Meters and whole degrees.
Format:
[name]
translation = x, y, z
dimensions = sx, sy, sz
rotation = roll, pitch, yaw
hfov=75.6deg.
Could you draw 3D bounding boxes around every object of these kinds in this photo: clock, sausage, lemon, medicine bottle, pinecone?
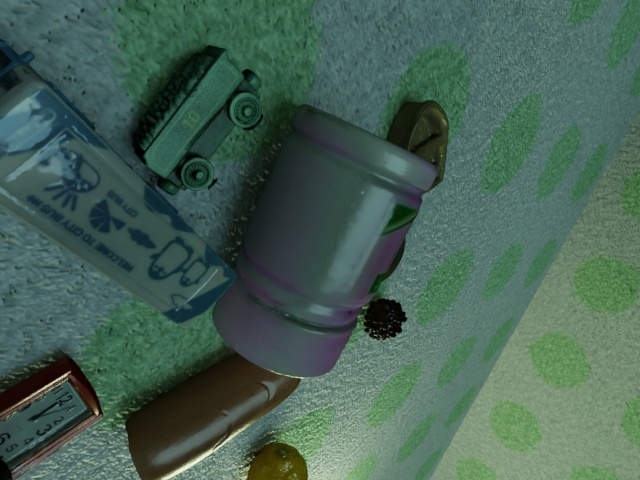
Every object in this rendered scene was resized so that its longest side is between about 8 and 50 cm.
[clock]
translation = -0.360, 0.218, 0.500
dimensions = 0.155, 0.061, 0.113
rotation = -31, 136, -32
[sausage]
translation = -0.164, 0.270, 0.692
dimensions = 0.304, 0.121, 0.121
rotation = -23, 132, -32
[lemon]
translation = -0.098, 0.543, 0.949
dimensions = 0.142, 0.142, 0.187
rotation = -13, 128, -40
[medicine bottle]
translation = 0.000, 0.000, 0.588
dimensions = 0.211, 0.212, 0.326
rotation = 9, 110, -49
[pinecone]
translation = 0.147, 0.189, 0.988
dimensions = 0.102, 0.102, 0.109
rotation = -14, 160, -40

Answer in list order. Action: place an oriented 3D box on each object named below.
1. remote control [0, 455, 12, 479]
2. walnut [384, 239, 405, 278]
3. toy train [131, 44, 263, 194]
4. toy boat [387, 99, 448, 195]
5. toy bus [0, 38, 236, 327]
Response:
[remote control]
translation = -0.430, 0.361, 0.468
dimensions = 0.144, 0.062, 0.399
rotation = 8, 125, -33
[walnut]
translation = 0.083, 0.007, 0.743
dimensions = 0.162, 0.140, 0.140
rotation = -55, 142, 4
[toy train]
translation = -0.139, -0.133, 0.464
dimensions = 0.172, 0.070, 0.099
rotation = -53, 135, -1
[toy boat]
translation = 0.180, -0.176, 0.769
dimensions = 0.116, 0.061, 0.188
rotation = -32, 137, -24
[toy bus]
translation = -0.212, -0.031, 0.410
dimensions = 0.106, 0.131, 0.297
rotation = -46, 142, -12
